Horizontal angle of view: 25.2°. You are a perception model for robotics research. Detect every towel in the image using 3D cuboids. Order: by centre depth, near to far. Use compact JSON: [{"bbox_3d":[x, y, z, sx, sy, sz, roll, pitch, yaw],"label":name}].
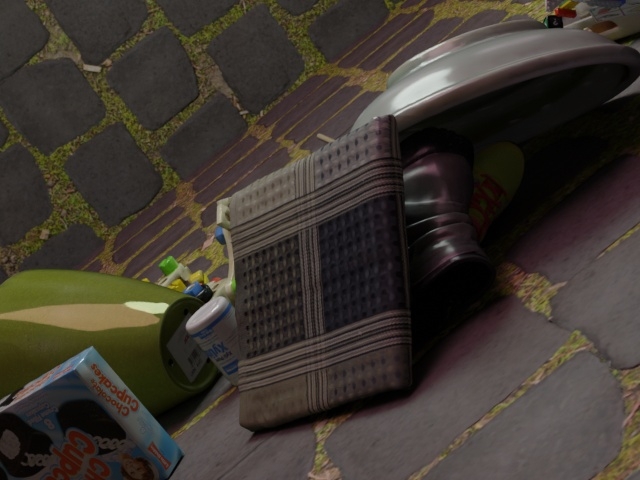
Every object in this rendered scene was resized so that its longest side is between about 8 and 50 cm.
[{"bbox_3d":[0.000,0.047,1.651,0.056,0.312,0.324,7,-18,-35],"label":"towel"}]

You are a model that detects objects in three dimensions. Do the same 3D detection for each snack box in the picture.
[{"bbox_3d":[-0.351,0.280,1.883,0.322,0.187,0.060,-30,16,34],"label":"snack box"}]

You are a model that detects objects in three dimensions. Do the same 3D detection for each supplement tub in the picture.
[{"bbox_3d":[-0.125,0.135,1.933,0.071,0.107,0.071,-37,12,9],"label":"supplement tub"}]

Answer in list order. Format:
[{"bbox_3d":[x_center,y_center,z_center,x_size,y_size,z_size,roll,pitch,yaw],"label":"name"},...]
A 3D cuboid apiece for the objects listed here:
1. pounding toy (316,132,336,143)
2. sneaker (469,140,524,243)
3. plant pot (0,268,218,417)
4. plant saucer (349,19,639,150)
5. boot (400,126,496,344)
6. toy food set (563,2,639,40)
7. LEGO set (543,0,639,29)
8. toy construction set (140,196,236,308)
[{"bbox_3d":[0.044,-0.136,2.411,0.130,0.100,0.141,-28,16,36],"label":"pounding toy"},{"bbox_3d":[0.185,-0.034,1.745,0.208,0.081,0.094,-52,14,-6],"label":"sneaker"},{"bbox_3d":[-0.295,0.160,2.064,0.293,0.275,0.275,-9,29,34],"label":"plant pot"},{"bbox_3d":[0.197,-0.186,1.782,0.400,0.101,0.400,-18,-9,-3],"label":"plant saucer"},{"bbox_3d":[0.059,0.036,1.673,0.338,0.118,0.223,-43,36,41],"label":"boot"},{"bbox_3d":[0.490,-0.402,2.119,0.306,0.092,0.219,-45,14,-24],"label":"toy food set"},{"bbox_3d":[0.379,-0.294,1.754,0.244,0.060,0.182,-10,-17,23],"label":"LEGO set"},{"bbox_3d":[-0.190,0.074,2.272,0.327,0.151,0.215,-42,7,40],"label":"toy construction set"}]
